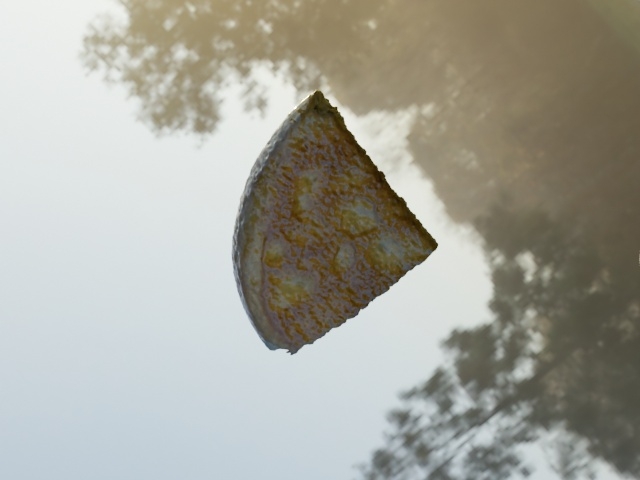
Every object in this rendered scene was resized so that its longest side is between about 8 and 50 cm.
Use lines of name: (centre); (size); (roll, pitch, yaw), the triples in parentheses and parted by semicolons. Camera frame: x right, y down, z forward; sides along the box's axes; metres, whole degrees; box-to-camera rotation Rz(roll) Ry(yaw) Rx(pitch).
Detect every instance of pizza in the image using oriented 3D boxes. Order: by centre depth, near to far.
pizza: (-0.028, -0.016, 1.493); (0.268, 0.258, 0.087); (52, -175, -27)
